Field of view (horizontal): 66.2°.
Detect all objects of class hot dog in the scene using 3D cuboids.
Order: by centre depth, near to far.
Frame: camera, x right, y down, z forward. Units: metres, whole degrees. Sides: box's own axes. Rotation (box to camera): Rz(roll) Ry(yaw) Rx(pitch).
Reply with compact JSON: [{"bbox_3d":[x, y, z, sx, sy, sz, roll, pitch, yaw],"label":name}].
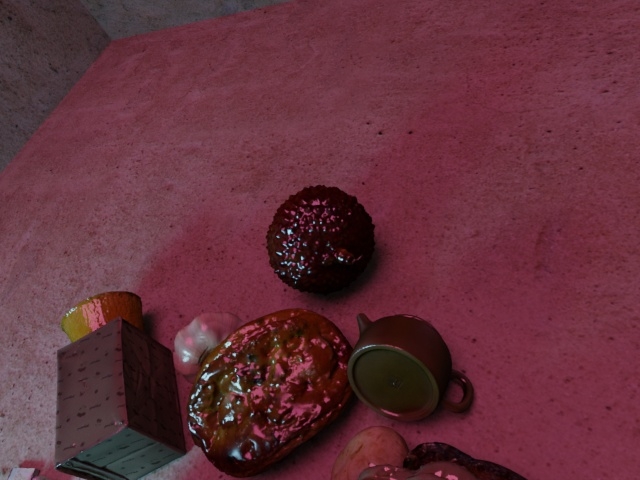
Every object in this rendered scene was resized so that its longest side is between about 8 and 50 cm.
[{"bbox_3d":[-0.109,0.312,1.024,0.387,0.174,0.267,-36,69,0],"label":"hot dog"}]

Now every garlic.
[{"bbox_3d":[-0.252,0.237,1.189,0.199,0.199,0.226,-35,21,-1],"label":"garlic"}]

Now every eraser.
[{"bbox_3d":[-0.762,0.604,1.257,0.083,0.019,0.038,-9,53,22],"label":"eraser"}]

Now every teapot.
[{"bbox_3d":[0.176,0.232,0.958,0.267,0.185,0.175,31,38,10],"label":"teapot"}]

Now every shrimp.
[{"bbox_3d":[0.296,0.447,0.755,0.372,0.172,0.137,29,43,25],"label":"shrimp"}]

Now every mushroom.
[{"bbox_3d":[0.094,0.415,0.869,0.127,0.166,0.166,36,73,2],"label":"mushroom"}]

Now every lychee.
[{"bbox_3d":[0.000,0.000,1.156,0.264,0.264,0.300,-44,27,-9],"label":"lychee"}]

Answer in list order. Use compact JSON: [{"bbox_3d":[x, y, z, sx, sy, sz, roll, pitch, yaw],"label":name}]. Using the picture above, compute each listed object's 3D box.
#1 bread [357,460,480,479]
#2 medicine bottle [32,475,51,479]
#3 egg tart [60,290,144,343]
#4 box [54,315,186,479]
[{"bbox_3d":[0.117,0.436,0.720,0.183,0.337,0.102,26,32,22],"label":"bread"},{"bbox_3d":[-0.729,0.661,1.154,0.219,0.078,0.115,-46,46,-11],"label":"medicine bottle"},{"bbox_3d":[-0.574,0.246,1.324,0.215,0.215,0.171,-32,62,2],"label":"egg tart"},{"bbox_3d":[-0.465,0.373,1.140,0.190,0.225,0.297,-30,48,1],"label":"box"}]
